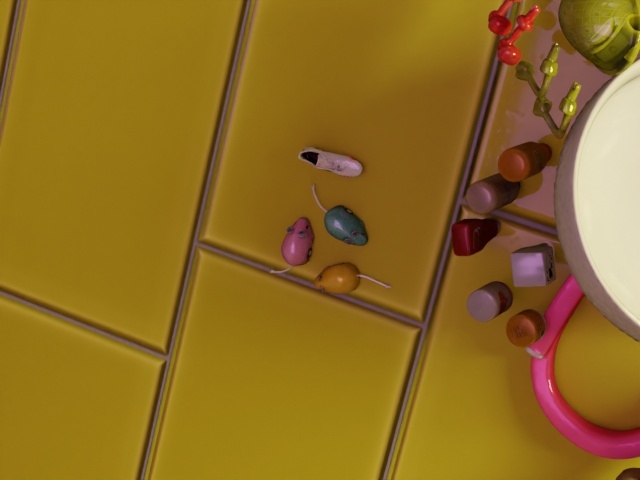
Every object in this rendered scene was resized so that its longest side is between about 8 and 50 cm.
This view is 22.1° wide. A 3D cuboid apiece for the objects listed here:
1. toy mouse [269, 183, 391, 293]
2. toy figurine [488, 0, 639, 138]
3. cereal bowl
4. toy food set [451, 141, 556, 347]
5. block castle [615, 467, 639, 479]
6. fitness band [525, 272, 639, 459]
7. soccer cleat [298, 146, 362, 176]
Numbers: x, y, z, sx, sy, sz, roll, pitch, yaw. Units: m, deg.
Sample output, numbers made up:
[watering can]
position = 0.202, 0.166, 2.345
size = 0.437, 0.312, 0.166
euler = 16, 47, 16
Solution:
[toy mouse]
position = 0.000, 0.000, 2.061
size = 0.161, 0.031, 0.143
euler = -7, 96, 25
[toy figurine]
position = 0.177, -0.302, 1.734
size = 0.191, 0.217, 0.363
euler = -50, 35, 31
[cereal bowl]
position = 0.401, -0.035, 1.762
size = 0.339, 0.141, 0.339
euler = 2, 80, -12
[toy food set]
position = 0.227, 0.002, 1.926
size = 0.111, 0.104, 0.232
euler = -4, 99, 29
[block castle]
position = 0.527, 0.376, 1.770
size = 0.453, 0.213, 0.303
euler = 46, 113, 3
[fitness band]
position = 0.365, 0.119, 1.909
size = 0.209, 0.054, 0.291
euler = 36, 112, 14
[soccer cleat]
position = 0.012, -0.097, 2.037
size = 0.083, 0.035, 0.029
euler = 20, 106, 20
